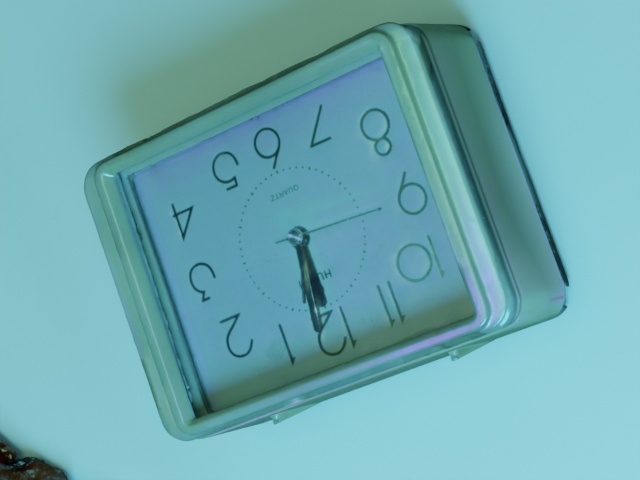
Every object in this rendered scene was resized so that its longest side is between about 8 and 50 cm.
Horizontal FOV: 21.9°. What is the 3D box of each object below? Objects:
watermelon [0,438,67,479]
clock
[{"bbox_3d":[-0.219,0.136,0.915,0.158,0.121,0.097,2,117,-14],"label":"watermelon"},{"bbox_3d":[0.000,0.000,0.761,0.192,0.071,0.147,-22,83,28],"label":"clock"}]
